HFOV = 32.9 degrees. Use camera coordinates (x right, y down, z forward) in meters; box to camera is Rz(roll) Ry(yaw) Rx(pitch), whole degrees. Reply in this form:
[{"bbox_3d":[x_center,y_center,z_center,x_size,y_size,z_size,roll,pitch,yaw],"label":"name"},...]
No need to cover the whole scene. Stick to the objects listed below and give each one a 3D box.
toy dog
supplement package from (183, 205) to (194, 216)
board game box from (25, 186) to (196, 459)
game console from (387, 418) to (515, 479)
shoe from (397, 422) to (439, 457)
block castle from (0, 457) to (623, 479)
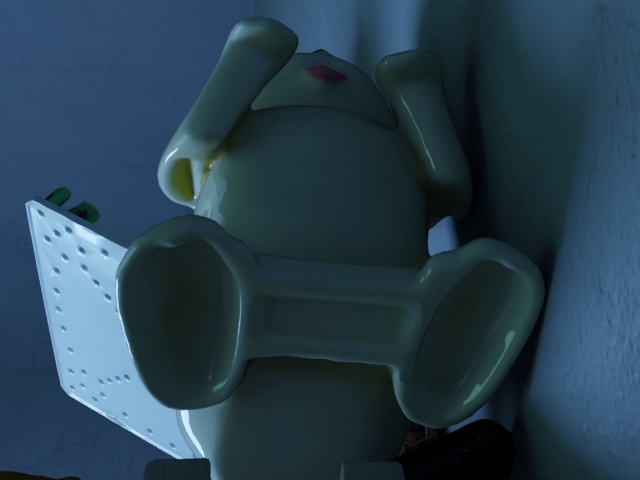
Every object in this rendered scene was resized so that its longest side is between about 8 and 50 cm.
[{"bbox_3d":[0.000,0.000,0.935,0.408,0.285,0.395,-95,3,-51],"label":"toy dog"},{"bbox_3d":[-0.065,-0.014,1.411,0.262,0.145,0.204,56,-149,-64],"label":"supplement package"},{"bbox_3d":[-0.179,0.147,1.354,0.050,0.390,0.390,-49,-24,-38],"label":"board game box"},{"bbox_3d":[-0.030,0.317,0.820,0.060,0.387,0.342,50,148,37],"label":"game console"},{"bbox_3d":[0.087,0.207,1.030,0.178,0.064,0.081,-99,3,-66],"label":"shoe"},{"bbox_3d":[-0.026,0.255,0.470,0.303,0.454,0.212,96,174,-49],"label":"block castle"}]
